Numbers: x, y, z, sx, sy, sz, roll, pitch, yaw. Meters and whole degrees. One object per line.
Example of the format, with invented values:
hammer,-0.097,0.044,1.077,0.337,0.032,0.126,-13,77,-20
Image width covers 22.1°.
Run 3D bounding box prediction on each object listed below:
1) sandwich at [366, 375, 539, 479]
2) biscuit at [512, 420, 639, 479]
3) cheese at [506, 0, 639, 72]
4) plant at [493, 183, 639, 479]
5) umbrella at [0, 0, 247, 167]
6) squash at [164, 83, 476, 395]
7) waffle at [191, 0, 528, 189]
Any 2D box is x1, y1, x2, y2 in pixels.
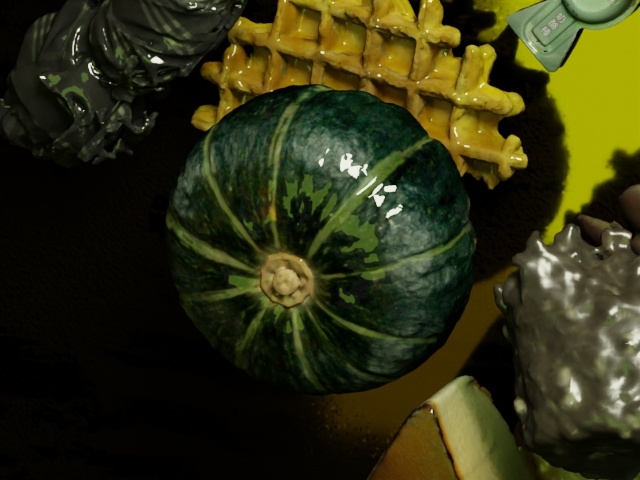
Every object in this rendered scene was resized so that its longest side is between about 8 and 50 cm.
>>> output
sandwich,0.089,0.232,1.399,0.186,0.108,0.220,-16,102,38
biscuit,0.275,0.182,1.366,0.203,0.041,0.260,46,116,10
cheese,0.207,-0.190,1.289,0.121,0.026,0.067,-40,87,27
plant,0.237,0.065,1.249,0.204,0.178,0.234,-3,74,26
umbrella,-0.144,-0.176,1.367,0.128,0.154,0.336,29,132,-30
squash,0.000,0.000,1.285,0.252,0.165,0.252,9,114,21
waffle,0.021,-0.096,1.376,0.293,0.069,0.260,-38,87,30
